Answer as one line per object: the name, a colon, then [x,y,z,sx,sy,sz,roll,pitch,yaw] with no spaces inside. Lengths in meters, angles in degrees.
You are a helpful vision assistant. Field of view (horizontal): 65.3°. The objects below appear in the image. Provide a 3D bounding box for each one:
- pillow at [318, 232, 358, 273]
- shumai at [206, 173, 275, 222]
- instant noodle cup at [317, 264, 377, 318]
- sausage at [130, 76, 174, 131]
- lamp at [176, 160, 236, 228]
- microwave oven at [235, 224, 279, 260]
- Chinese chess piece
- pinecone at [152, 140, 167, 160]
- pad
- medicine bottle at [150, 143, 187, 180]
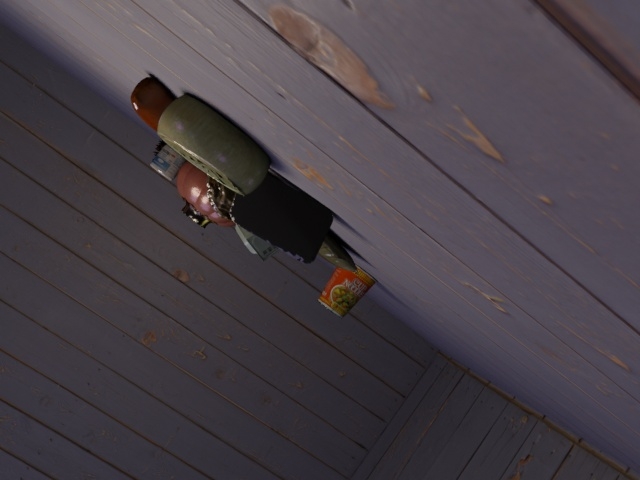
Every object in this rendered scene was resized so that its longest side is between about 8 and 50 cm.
pillow: [0.000,0.000,1.589,0.185,0.075,0.302,35,173,46]
shumai: [-0.182,-0.136,1.312,0.176,0.166,0.206,-7,-177,29]
instant noodle cup: [0.096,0.200,2.057,0.193,0.212,0.193,37,176,3]
sausage: [-0.371,-0.298,1.222,0.083,0.089,0.300,42,177,18]
lamp: [-0.397,-0.165,1.837,0.305,0.239,0.305,36,177,2]
microwave oven: [-0.194,-0.054,1.651,0.122,0.162,0.208,57,176,-41]
Chinese chess piece: [-0.227,-0.199,1.072,0.250,0.101,0.250,35,175,3]
pinecone: [-0.696,-0.387,2.303,0.163,0.165,0.163,41,177,2]
pad: [-0.118,-0.007,1.260,0.250,0.055,0.323,30,138,9]
medicine bottle: [-0.548,-0.317,1.870,0.105,0.168,0.105,36,175,4]
